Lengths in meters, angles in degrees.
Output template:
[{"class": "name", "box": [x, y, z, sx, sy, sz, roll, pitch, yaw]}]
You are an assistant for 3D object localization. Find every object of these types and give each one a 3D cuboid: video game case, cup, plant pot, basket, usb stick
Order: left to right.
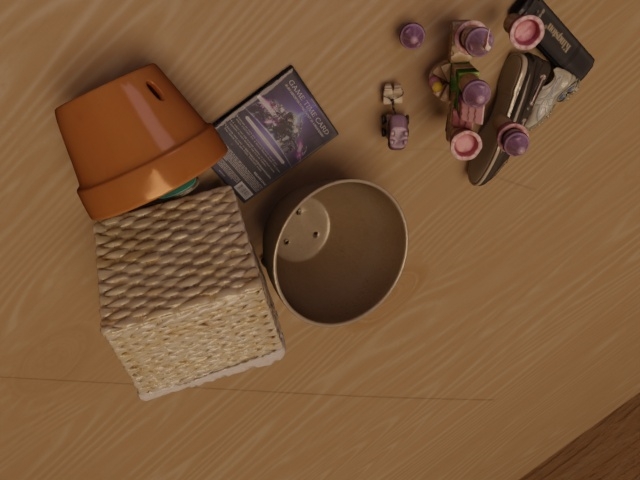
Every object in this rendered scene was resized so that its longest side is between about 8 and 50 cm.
[{"class": "plant pot", "box": [-0.350, -0.196, 1.050, 0.291, 0.291, 0.203, -26, 110, -1]}, {"class": "basket", "box": [-0.276, 0.104, 1.195, 0.332, 0.328, 0.266, -15, 141, -9]}, {"class": "video game case", "box": [-0.120, -0.229, 1.245, 0.274, 0.026, 0.196, -36, 127, 5]}, {"class": "cup", "box": [0.000, 0.000, 1.284, 0.331, 0.237, 0.330, -9, 110, -26]}, {"class": "usb stick", "box": [0.542, -0.466, 1.300, 0.278, 0.045, 0.077, 28, 111, -32]}]

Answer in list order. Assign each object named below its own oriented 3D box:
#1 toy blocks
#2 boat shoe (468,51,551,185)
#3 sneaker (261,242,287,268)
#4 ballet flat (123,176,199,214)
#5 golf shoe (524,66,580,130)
[{"class": "toy blocks", "box": [0.285, -0.299, 1.140, 0.309, 0.260, 0.288, -1, 120, 4]}, {"class": "boat shoe", "box": [0.459, -0.281, 1.357, 0.096, 0.112, 0.334, 6, 117, -17]}, {"class": "sneaker", "box": [-0.083, 0.051, 1.429, 0.170, 0.051, 0.089, 32, 111, -30]}, {"class": "ballet flat", "box": [-0.365, -0.095, 1.235, 0.213, 0.072, 0.068, -20, 154, -5]}, {"class": "golf shoe", "box": [0.545, -0.347, 1.377, 0.086, 0.069, 0.176, 40, 124, -1]}]
